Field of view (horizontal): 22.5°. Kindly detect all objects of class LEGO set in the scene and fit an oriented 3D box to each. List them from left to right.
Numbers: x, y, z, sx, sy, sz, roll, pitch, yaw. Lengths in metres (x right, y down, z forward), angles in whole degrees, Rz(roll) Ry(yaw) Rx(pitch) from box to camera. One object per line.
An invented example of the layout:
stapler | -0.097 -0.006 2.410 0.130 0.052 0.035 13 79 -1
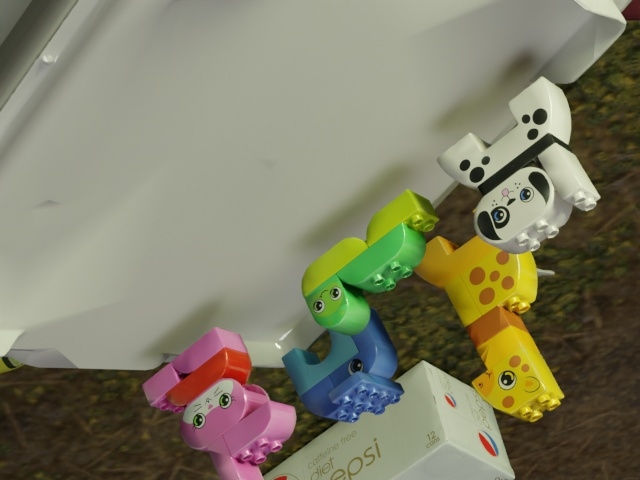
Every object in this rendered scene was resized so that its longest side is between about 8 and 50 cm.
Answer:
LEGO set | 0.045 0.044 0.695 0.227 0.093 0.087 -38 149 20

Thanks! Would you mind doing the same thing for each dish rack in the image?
dish rack | -0.026 -0.048 0.661 0.285 0.072 0.333 5 138 -44

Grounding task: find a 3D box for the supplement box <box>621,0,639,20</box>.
supplement box | 0.040 -0.165 0.709 0.239 0.073 0.130 -2 137 -13

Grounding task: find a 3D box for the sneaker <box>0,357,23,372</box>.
sneaker | -0.154 -0.067 0.739 0.147 0.145 0.384 -6 145 -34

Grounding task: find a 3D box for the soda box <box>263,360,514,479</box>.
soda box | 0.019 0.173 1.068 0.216 0.069 0.074 -39 132 24

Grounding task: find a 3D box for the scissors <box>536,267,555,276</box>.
scissors | 0.000 0.000 0.912 0.297 0.021 0.109 -3 135 -9
